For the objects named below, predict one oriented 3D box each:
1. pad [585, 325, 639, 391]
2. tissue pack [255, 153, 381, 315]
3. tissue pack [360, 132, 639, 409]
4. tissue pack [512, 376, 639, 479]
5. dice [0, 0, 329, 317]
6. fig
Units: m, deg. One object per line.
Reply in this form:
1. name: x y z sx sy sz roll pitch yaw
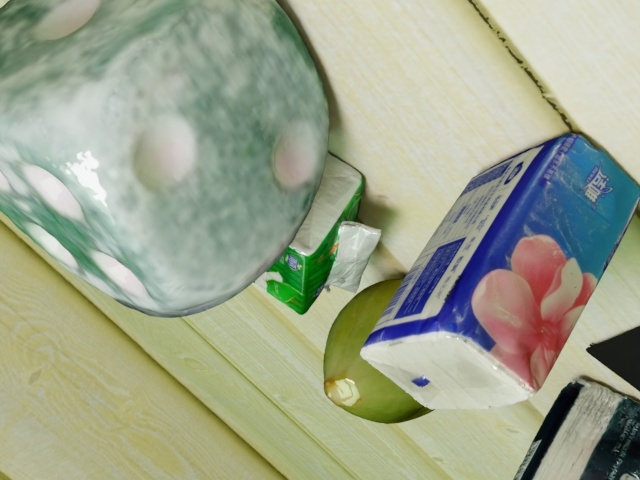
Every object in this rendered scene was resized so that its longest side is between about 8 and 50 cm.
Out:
1. pad: 0.449 0.148 1.164 0.159 0.009 0.265 38 155 -1
2. tissue pack: 0.000 0.001 1.342 0.156 0.148 0.209 33 156 11
3. tissue pack: 0.188 0.039 0.996 0.137 0.270 0.209 41 153 -13
4. tissue pack: 0.353 0.442 1.326 0.253 0.416 0.264 27 155 21
5. dice: -0.210 -0.131 1.155 0.328 0.330 0.348 18 149 39
6. fig: 0.104 0.176 1.414 0.207 0.230 0.207 30 155 15
